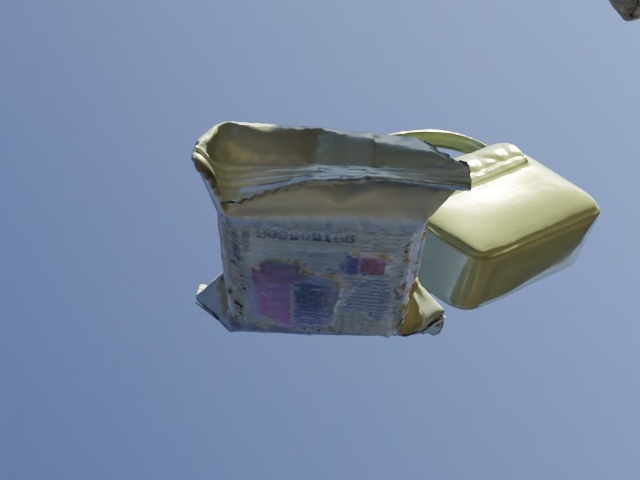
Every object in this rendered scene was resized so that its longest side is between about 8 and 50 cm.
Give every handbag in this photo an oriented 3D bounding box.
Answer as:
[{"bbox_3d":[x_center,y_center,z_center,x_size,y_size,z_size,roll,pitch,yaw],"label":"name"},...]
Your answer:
[{"bbox_3d":[0.131,-0.036,1.893,0.256,0.219,0.079,-19,-42,-47],"label":"handbag"}]

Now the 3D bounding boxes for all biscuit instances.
[{"bbox_3d":[0.005,0.001,1.303,0.309,0.186,0.079,96,180,-68],"label":"biscuit"}]

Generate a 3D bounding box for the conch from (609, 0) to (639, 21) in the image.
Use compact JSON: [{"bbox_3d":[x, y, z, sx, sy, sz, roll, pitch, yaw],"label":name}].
[{"bbox_3d":[0.288,-0.307,1.473,0.210,0.291,0.159,0,-120,-9],"label":"conch"}]
